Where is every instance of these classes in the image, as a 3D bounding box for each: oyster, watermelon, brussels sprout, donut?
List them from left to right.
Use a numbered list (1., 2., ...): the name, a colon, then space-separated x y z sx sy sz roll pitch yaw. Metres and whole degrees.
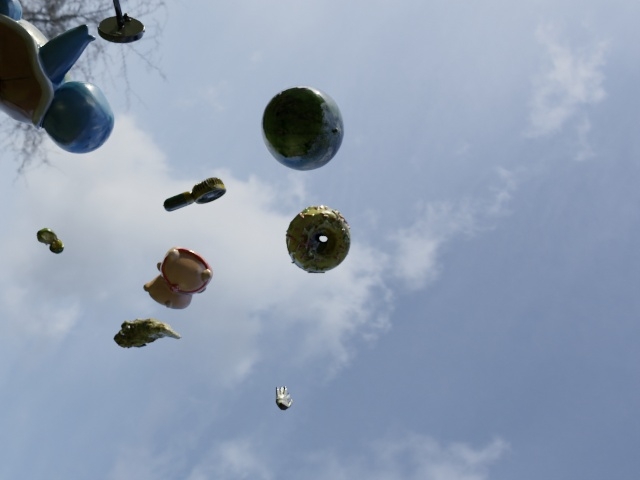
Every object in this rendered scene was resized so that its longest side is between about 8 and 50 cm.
1. brussels sprout: -0.726 0.004 1.519 0.046 0.051 0.083 -41 -91 2
2. oyster: -0.452 0.226 1.443 0.200 0.061 0.106 -21 -127 18
3. watermelon: -0.049 -0.314 1.581 0.242 0.242 0.242 -9 -105 37
4. donut: 0.000 0.000 1.367 0.174 0.175 0.068 -70 -160 4

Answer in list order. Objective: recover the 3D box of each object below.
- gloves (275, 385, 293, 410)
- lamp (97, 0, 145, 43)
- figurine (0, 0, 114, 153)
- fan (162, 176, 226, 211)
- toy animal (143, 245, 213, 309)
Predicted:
1. gloves: -0.112 0.486 1.732 0.026 0.064 0.086 -43 -150 22
2. lamp: -0.484 -0.585 1.255 0.130 0.371 0.108 6 -113 -5
3. figurine: -0.590 -0.349 1.095 0.298 0.416 0.243 -38 -144 40
4. fan: -0.305 -0.109 1.353 0.039 0.155 0.082 65 -17 9
5. toy animal: -0.415 0.108 1.673 0.197 0.171 0.171 -47 -124 31
